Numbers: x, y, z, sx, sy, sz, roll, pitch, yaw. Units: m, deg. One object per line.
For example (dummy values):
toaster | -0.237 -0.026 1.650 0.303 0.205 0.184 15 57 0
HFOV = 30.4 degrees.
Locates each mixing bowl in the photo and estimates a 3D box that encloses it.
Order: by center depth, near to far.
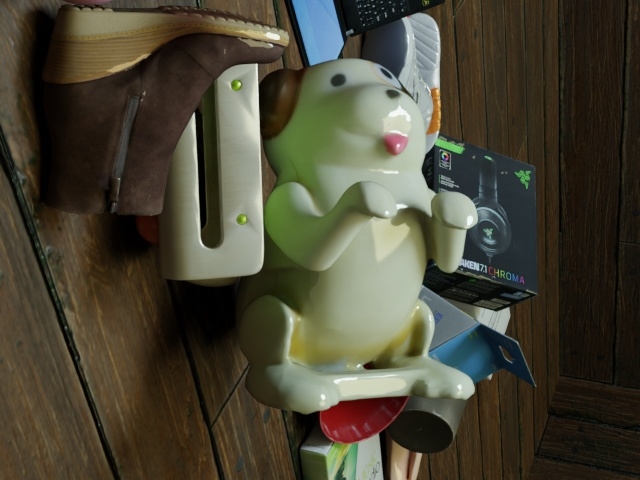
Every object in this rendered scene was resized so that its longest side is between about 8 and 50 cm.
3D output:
mixing bowl | 0.051 0.235 1.949 0.181 0.098 0.181 -18 127 -26

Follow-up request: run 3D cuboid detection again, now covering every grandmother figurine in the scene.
grandmother figurine | 0.159 0.506 2.374 0.208 0.104 0.342 -18 112 -57

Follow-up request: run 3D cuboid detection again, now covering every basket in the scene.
basket | 0.209 0.282 2.270 0.204 0.154 0.227 44 38 -21

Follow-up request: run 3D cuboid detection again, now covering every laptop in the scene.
laptop | 0.073 -0.372 1.776 0.234 0.264 0.137 73 -4 -49

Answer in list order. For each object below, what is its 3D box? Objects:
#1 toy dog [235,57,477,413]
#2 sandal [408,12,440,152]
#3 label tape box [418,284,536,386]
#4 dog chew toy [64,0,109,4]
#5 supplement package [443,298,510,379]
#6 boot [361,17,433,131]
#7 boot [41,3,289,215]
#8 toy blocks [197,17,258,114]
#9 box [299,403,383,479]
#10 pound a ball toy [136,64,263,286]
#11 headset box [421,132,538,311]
toy dog | 0.035 -0.024 1.492 0.395 0.284 0.408 -160 -107 -68
sandal | 0.171 -0.274 2.112 0.076 0.102 0.265 -76 173 -74
label tape box | 0.177 0.159 1.952 0.106 0.333 0.240 -52 152 -9
dog chew toy | -0.167 -0.343 1.103 0.332 0.206 0.207 -56 148 -35
supplement package | 0.271 0.124 2.408 0.293 0.177 0.175 72 34 -49
boot | 0.137 -0.269 2.014 0.123 0.095 0.258 -22 128 -47
boot | -0.158 -0.130 1.196 0.090 0.248 0.207 -139 -130 -63
toy blocks | -0.102 -0.219 1.497 0.148 0.054 0.123 -29 123 -65
box | 0.044 0.419 2.097 0.232 0.058 0.322 -56 145 -50
pound a ball toy | -0.151 -0.084 1.350 0.208 0.135 0.319 -144 -128 -73
headset box | 0.270 -0.039 2.184 0.246 0.131 0.283 17 64 -28
